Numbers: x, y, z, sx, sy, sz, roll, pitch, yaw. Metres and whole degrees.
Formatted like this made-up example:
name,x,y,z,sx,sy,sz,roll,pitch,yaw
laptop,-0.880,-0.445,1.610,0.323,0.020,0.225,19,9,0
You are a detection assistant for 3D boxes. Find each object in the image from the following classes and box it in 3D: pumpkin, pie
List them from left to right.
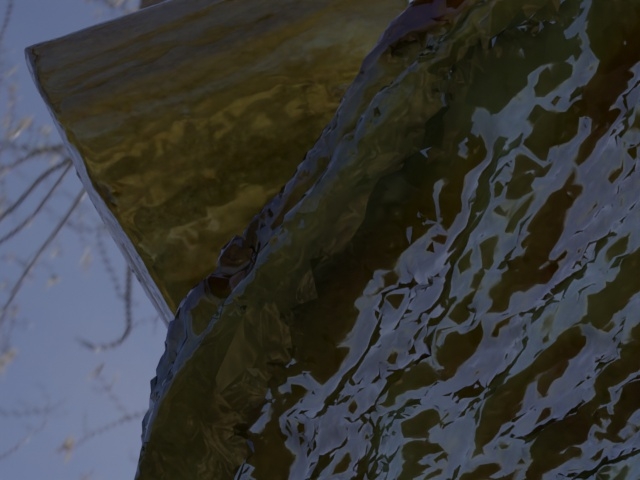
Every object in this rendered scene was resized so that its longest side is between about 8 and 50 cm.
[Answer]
name,x,y,z,sx,sy,sz,roll,pitch,yaw
pumpkin,0.000,0.000,0.998,0.199,0.332,0.332,-32,-75,-3
pie,0.058,0.033,0.535,0.070,0.323,0.323,37,-62,35
